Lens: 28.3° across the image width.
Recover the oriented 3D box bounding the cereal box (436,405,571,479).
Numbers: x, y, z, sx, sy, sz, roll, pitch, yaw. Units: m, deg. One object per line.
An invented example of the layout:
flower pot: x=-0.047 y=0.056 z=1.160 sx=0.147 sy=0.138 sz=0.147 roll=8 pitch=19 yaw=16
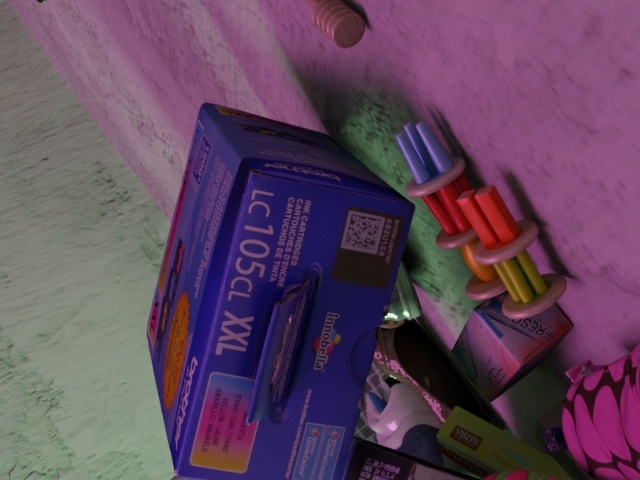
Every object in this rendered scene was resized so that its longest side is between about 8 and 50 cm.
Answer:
cereal box: x=0.218 y=0.280 z=1.355 sx=0.173 sy=0.047 sz=0.240 roll=26 pitch=157 yaw=28

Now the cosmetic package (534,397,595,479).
cosmetic package: x=0.242 y=0.197 z=1.123 sx=0.115 sy=0.041 sz=0.060 roll=51 pitch=170 yaw=21

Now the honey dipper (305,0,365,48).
honey dipper: x=-0.016 y=-0.203 z=1.032 sx=0.161 sy=0.030 sz=0.030 roll=48 pitch=168 yaw=43

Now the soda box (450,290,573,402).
soda box: x=0.160 y=0.086 z=1.092 sx=0.063 sy=0.058 sz=0.183 roll=52 pitch=169 yaw=13

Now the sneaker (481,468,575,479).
sneaker: x=0.283 y=0.278 z=0.841 sx=0.202 sy=0.185 sz=0.482 roll=31 pitch=172 yaw=-34

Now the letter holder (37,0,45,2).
letter holder: x=-0.340 y=-0.450 z=1.363 sx=0.214 sy=0.152 sz=0.302 roll=49 pitch=169 yaw=38

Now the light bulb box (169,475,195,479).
light bulb box: x=-0.031 y=0.368 z=2.022 sx=0.225 sy=0.361 sz=0.358 roll=53 pitch=170 yaw=6

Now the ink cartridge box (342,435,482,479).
ink cartridge box: x=0.134 y=0.252 z=1.199 sx=0.307 sy=0.072 sz=0.303 roll=21 pitch=171 yaw=-24

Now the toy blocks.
toy blocks: x=0.114 y=-0.021 z=0.960 sx=0.148 sy=0.054 sz=0.123 roll=58 pitch=170 yaw=-17

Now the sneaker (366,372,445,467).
sneaker: x=0.150 y=0.277 z=1.657 sx=0.323 sy=0.130 sz=0.236 roll=51 pitch=-164 yaw=-75

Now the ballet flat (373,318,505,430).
ballet flat: x=0.129 y=0.154 z=1.445 sx=0.250 sy=0.084 sz=0.058 roll=53 pitch=141 yaw=3

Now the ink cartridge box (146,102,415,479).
ink cartridge box: x=-0.046 y=0.047 z=1.133 sx=0.151 sy=0.270 sz=0.395 roll=11 pitch=-168 yaw=-16

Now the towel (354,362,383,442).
towel: x=-0.023 y=0.194 z=1.789 sx=0.284 sy=0.235 sz=0.121 roll=53 pitch=164 yaw=4

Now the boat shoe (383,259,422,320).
boat shoe: x=-0.001 y=-0.002 z=1.405 sx=0.320 sy=0.103 sz=0.118 roll=46 pitch=167 yaw=40

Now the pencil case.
pencil case: x=0.217 y=0.111 z=0.836 sx=0.209 sy=0.095 sz=0.098 roll=109 pitch=140 yaw=-75
